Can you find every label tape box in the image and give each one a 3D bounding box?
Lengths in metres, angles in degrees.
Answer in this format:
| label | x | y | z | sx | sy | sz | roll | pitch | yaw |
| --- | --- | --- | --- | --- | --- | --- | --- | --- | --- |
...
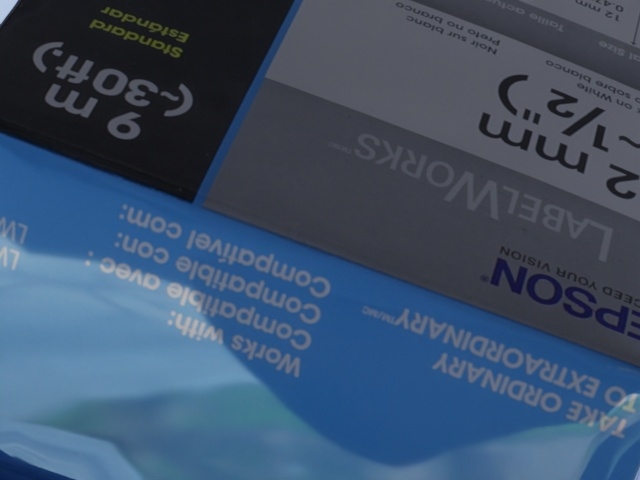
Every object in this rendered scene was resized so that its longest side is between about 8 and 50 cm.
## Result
| label | x | y | z | sx | sy | sz | roll | pitch | yaw |
| --- | --- | --- | --- | --- | --- | --- | --- | --- | --- |
| label tape box | 0.000 | 0.000 | 0.640 | 0.249 | 0.115 | 0.347 | 21 | -141 | 2 |
